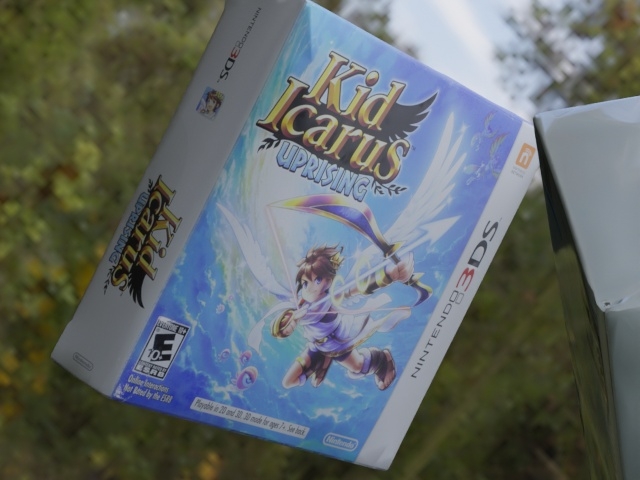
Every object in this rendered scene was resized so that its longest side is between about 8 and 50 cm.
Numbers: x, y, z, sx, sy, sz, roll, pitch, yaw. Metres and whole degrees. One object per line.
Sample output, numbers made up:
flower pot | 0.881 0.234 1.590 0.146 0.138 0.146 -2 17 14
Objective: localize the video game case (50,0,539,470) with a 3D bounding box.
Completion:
video game case | 0.000 0.000 1.152 0.061 0.244 0.269 28 4 39

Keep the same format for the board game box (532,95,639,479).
board game box | 0.165 0.114 0.809 0.224 0.097 0.303 -88 168 -67
